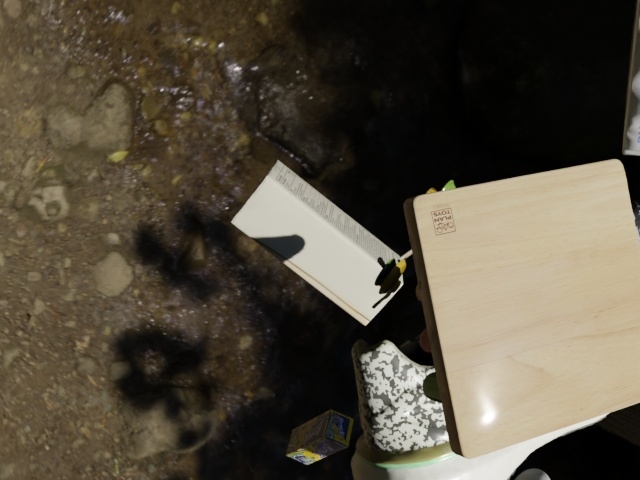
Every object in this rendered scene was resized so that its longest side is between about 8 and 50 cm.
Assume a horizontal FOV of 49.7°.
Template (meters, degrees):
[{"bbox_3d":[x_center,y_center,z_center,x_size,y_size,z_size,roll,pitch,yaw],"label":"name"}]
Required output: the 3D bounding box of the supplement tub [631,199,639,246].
[{"bbox_3d":[0.508,-0.012,1.096,0.198,0.106,0.106,-13,97,13],"label":"supplement tub"}]

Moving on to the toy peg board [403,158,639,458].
[{"bbox_3d":[0.131,0.041,0.471,0.161,0.079,0.160,-11,89,-20],"label":"toy peg board"}]

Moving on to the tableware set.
[{"bbox_3d":[0.102,0.002,0.780,0.024,0.154,0.104,36,34,18],"label":"tableware set"}]

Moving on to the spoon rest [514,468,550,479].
[{"bbox_3d":[0.500,0.696,1.683,0.084,0.137,0.276,27,72,-20],"label":"spoon rest"}]

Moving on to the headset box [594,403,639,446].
[{"bbox_3d":[0.563,0.201,1.301,0.283,0.246,0.131,-37,133,-30],"label":"headset box"}]

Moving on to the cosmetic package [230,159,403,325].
[{"bbox_3d":[0.000,0.000,1.276,0.309,0.160,0.113,37,106,-7],"label":"cosmetic package"}]

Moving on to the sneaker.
[{"bbox_3d":[0.186,0.108,0.704,0.410,0.158,0.182,-21,100,-39],"label":"sneaker"}]

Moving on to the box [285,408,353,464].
[{"bbox_3d":[-0.003,0.386,1.347,0.054,0.169,0.059,27,52,-15],"label":"box"}]

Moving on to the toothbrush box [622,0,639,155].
[{"bbox_3d":[0.403,-0.241,0.747,0.283,0.122,0.206,-52,142,-49],"label":"toothbrush box"}]
